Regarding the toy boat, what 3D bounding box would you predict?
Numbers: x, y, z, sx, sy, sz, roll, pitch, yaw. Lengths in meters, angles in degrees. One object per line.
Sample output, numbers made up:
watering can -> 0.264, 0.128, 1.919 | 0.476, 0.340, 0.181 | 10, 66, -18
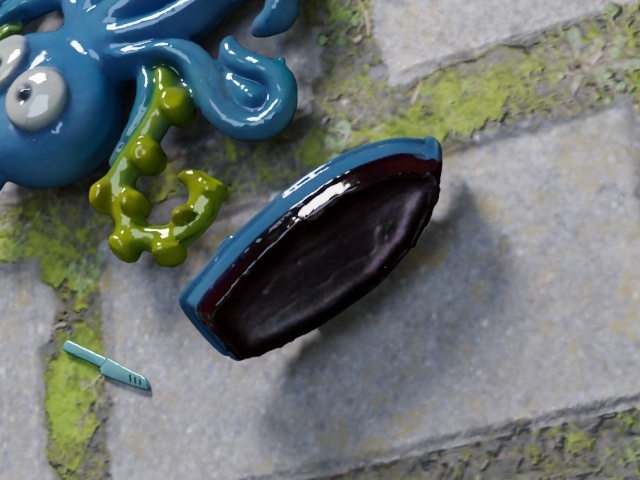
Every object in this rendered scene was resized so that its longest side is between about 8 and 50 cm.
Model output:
toy boat -> 0.000, 0.000, 1.323 | 0.223, 0.100, 0.097 | -38, 23, 4

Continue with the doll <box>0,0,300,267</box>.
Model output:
doll -> -0.171, -0.153, 1.451 | 0.341, 0.099, 0.346 | -50, 57, 3

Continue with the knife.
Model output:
knife -> -0.166, 0.098, 1.412 | 0.091, 0.005, 0.014 | 21, 81, 31
